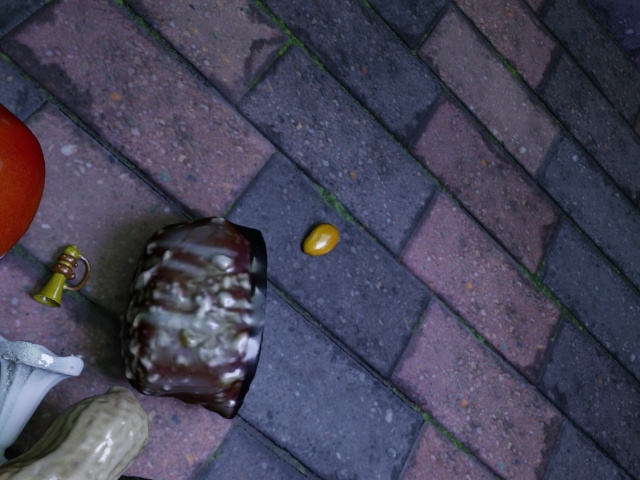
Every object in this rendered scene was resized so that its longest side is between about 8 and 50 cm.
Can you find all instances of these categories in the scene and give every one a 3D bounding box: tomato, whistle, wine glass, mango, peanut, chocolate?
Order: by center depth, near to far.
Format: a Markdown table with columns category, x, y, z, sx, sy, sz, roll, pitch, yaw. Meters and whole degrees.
| category | x | y | z | sx | sy | sz | roll | pitch | yaw |
| --- | --- | --- | --- | --- | --- | --- | --- | --- | --- |
| peanut | -0.348 | 0.324 | 0.842 | 0.291 | 0.143 | 0.159 | -39 | 122 | -55 |
| tomato | -0.554 | -0.098 | 0.901 | 0.299 | 0.226 | 0.298 | 6 | 77 | -27 |
| wine glass | -0.457 | 0.241 | 0.919 | 0.165 | 0.165 | 0.196 | 21 | 75 | -25 |
| whistle | -0.424 | 0.060 | 1.046 | 0.057 | 0.046 | 0.109 | 25 | 59 | -7 |
| chocolate | -0.224 | 0.117 | 1.050 | 0.210 | 0.225 | 0.339 | 10 | 69 | -20 |
| mango | 0.000 | 0.000 | 1.314 | 0.089 | 0.046 | 0.060 | -32 | 93 | -20 |

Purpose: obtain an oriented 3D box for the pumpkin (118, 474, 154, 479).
| category | x | y | z | sx | sy | sz | roll | pitch | yaw |
| --- | --- | --- | --- | --- | --- | --- | --- | --- | --- |
| pumpkin | -0.304 | 0.465 | 0.942 | 0.224 | 0.157 | 0.223 | -5 | 98 | -38 |
